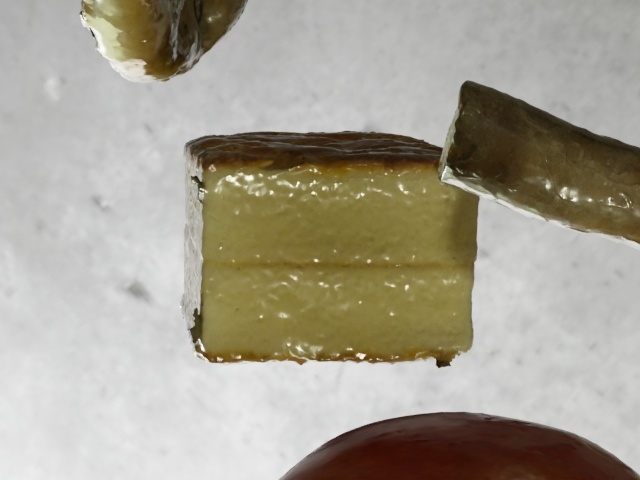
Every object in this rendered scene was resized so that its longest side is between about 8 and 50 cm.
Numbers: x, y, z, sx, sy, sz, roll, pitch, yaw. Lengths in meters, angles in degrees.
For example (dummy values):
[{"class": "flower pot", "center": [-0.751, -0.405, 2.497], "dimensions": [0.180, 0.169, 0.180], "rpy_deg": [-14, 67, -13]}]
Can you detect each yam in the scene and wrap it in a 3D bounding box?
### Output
[{"class": "yam", "center": [0.254, -0.017, 1.166], "dimensions": [0.357, 0.081, 0.081], "rpy_deg": [22, 136, -1]}]

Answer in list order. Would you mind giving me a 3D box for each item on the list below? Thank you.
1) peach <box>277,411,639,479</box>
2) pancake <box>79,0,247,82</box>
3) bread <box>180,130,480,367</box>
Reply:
[{"class": "peach", "center": [0.081, 0.202, 0.767], "dimensions": [0.281, 0.281, 0.238], "rpy_deg": [2, 82, 38]}, {"class": "pancake", "center": [-0.088, -0.301, 1.254], "dimensions": [0.082, 0.387, 0.387], "rpy_deg": [16, 133, 6]}, {"class": "bread", "center": [0.000, 0.000, 1.593], "dimensions": [0.279, 0.279, 0.207], "rpy_deg": [-1, 98, -5]}]
